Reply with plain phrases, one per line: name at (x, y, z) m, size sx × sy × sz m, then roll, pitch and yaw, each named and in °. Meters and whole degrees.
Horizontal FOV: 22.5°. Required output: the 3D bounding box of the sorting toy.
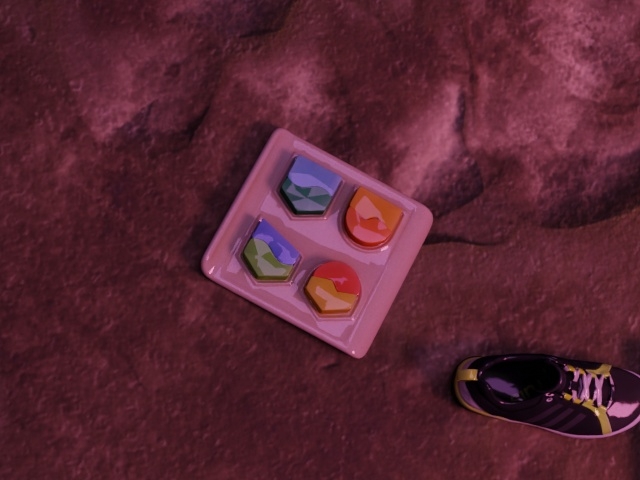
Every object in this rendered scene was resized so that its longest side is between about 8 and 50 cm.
sorting toy at (0.000, 0.000, 1.759) m, size 0.208 × 0.038 × 0.193 m, roll 30°, pitch 72°, yaw -5°

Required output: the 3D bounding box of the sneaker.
sneaker at (0.256, 0.167, 1.745) m, size 0.234 × 0.097 × 0.084 m, roll 4°, pitch 76°, yaw -12°
